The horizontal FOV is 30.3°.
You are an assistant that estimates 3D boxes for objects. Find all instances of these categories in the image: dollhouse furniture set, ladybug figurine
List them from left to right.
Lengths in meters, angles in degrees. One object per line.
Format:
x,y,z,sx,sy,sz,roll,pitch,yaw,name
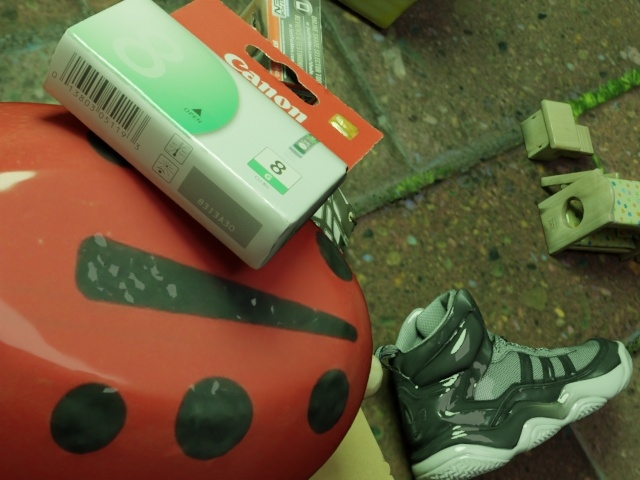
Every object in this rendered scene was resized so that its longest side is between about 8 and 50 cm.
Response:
-0.136,0.048,0.786,0.449,0.162,0.305,12,68,-31,ladybug figurine
0.326,-0.071,1.252,0.182,0.101,0.161,4,66,-31,dollhouse furniture set

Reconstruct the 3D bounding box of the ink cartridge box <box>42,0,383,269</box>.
-0.052,-0.100,0.799,0.181,0.056,0.225,40,38,2,ink cartridge box

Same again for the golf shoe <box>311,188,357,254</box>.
0.000,0.000,1.020,0.094,0.077,0.198,5,62,-36,golf shoe

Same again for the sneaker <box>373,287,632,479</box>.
0.166,0.105,1.062,0.268,0.101,0.153,-22,83,-35,sneaker

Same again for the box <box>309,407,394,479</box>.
-0.041,0.176,0.947,0.201,0.021,0.164,-18,78,-37,box

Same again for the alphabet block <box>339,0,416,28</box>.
0.052,-0.364,1.159,0.197,0.193,0.192,28,57,-19,alphabet block

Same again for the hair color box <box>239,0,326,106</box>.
-0.059,-0.129,0.988,0.053,0.167,0.093,10,62,-29,hair color box
